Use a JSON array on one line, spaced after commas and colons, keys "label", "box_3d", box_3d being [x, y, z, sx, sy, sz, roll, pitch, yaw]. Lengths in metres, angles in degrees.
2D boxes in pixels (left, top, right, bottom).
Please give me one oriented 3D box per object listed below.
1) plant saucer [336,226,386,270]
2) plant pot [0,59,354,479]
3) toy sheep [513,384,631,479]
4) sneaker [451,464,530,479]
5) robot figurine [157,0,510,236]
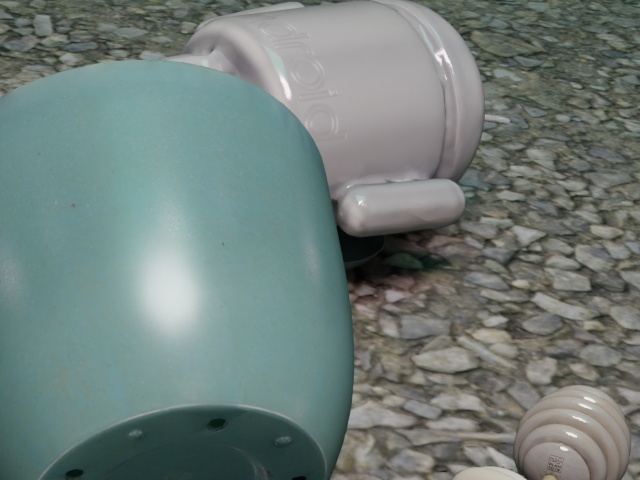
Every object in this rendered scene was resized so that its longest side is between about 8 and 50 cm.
[{"label": "plant saucer", "box_3d": [0.000, 0.000, 1.371, 0.119, 0.021, 0.119, 7, 27, -4]}, {"label": "plant pot", "box_3d": [-0.109, 0.073, 0.946, 0.293, 0.293, 0.235, -2, 46, -18]}, {"label": "toy sheep", "box_3d": [0.179, 0.152, 1.064, 0.091, 0.091, 0.132, 16, 29, 14]}, {"label": "sneaker", "box_3d": [0.123, 0.206, 0.980, 0.075, 0.057, 0.161, -5, 33, -35]}, {"label": "robot figurine", "box_3d": [0.006, -0.112, 1.344, 0.353, 0.200, 0.300, -14, 55, -35]}]
